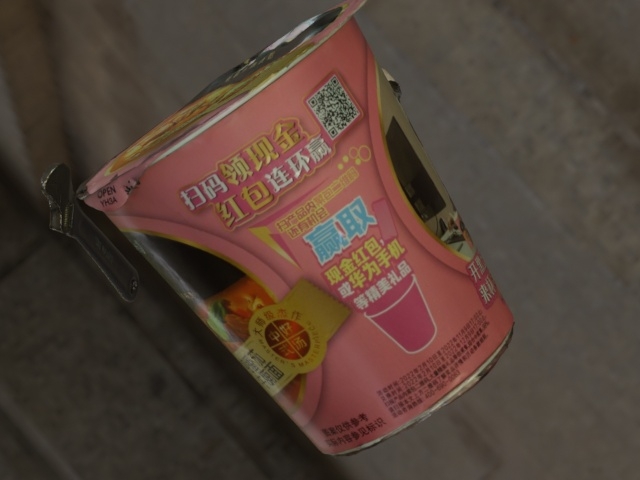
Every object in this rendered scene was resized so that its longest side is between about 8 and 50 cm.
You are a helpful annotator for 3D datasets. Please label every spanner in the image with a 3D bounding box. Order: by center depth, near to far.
[{"bbox_3d":[-0.171,-0.003,1.476,0.012,0.046,0.208,5,159,17],"label":"spanner"}]

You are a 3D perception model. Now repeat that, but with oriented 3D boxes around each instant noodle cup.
[{"bbox_3d":[0.000,0.000,1.332,0.255,0.244,0.244,56,166,-9],"label":"instant noodle cup"}]

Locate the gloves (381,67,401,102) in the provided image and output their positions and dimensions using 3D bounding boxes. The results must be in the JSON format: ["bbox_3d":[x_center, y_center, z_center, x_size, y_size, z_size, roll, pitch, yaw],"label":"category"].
[{"bbox_3d":[0.039,-0.118,1.518,0.037,0.044,0.081,38,163,-26],"label":"gloves"}]
